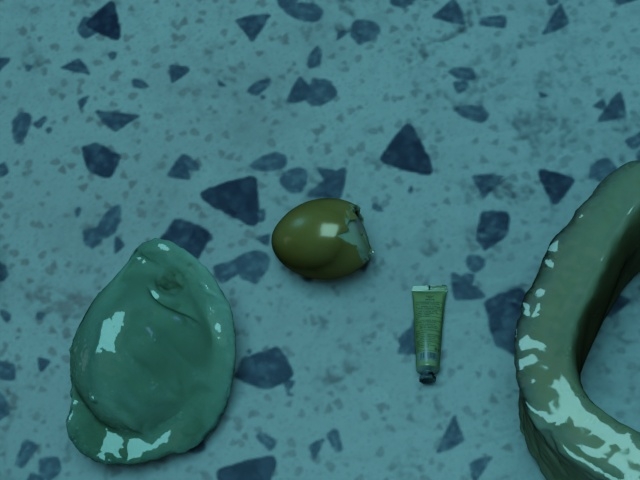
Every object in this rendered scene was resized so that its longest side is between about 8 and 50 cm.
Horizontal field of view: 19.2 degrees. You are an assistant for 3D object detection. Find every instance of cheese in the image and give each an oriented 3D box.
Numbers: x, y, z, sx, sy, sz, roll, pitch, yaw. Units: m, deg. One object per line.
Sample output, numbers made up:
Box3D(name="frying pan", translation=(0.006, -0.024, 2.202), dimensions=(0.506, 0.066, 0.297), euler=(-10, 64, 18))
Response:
Box3D(name="cheese", translation=(0.332, 0.097, 1.700), dimensions=(0.292, 0.153, 0.332), euler=(15, 70, 15))

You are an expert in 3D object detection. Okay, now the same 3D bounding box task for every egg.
Box3D(name="egg", translation=(0.000, 0.000, 1.832), dimensions=(0.096, 0.080, 0.080), euler=(-15, 63, 14))

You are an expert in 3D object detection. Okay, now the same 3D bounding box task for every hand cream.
Box3D(name="hand cream", translation=(0.104, 0.089, 1.809), dimensions=(0.035, 0.022, 0.102), euler=(-2, 59, 8))

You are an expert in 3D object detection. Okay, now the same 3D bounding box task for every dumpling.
Box3D(name="dumpling", translation=(-0.167, 0.110, 1.802), dimensions=(0.108, 0.152, 0.219), euler=(13, 78, 60))
